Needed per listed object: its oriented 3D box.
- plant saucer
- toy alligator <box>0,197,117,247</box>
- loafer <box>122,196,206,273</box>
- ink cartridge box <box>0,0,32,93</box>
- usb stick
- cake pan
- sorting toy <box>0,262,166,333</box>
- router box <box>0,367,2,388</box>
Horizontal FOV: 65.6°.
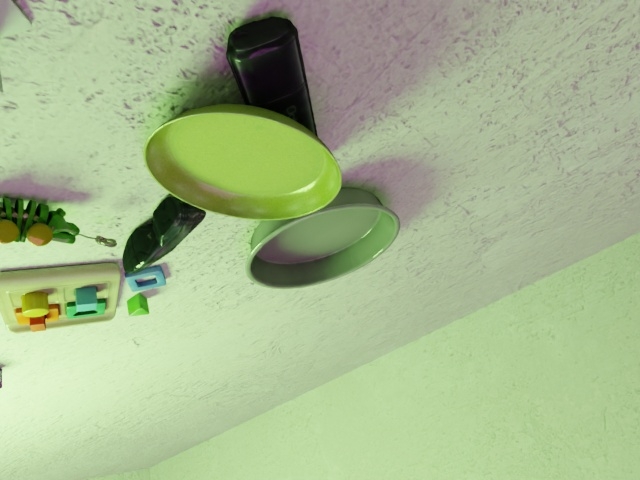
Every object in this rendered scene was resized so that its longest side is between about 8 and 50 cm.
[{"bbox_3d":[-0.092,-0.095,0.617,0.240,0.037,0.241,3,156,1],"label":"plant saucer"},{"bbox_3d":[-0.353,-0.024,0.635,0.189,0.056,0.052,6,104,-41],"label":"toy alligator"},{"bbox_3d":[-0.238,0.000,0.746,0.170,0.062,0.061,-34,155,30],"label":"loafer"},{"bbox_3d":[-0.330,-0.148,0.379,0.180,0.060,0.104,-18,163,-2],"label":"ink cartridge box"},{"bbox_3d":[-0.045,-0.148,0.608,0.077,0.045,0.278,-22,154,-3],"label":"usb stick"},{"bbox_3d":[0.000,0.000,0.911,0.292,0.054,0.293,-16,154,-8],"label":"cake pan"},{"bbox_3d":[-0.437,0.111,0.835,0.347,0.047,0.196,-4,150,-27],"label":"sorting toy"},{"bbox_3d":[-0.750,0.291,0.970,0.178,0.046,0.133,-21,154,4],"label":"router box"}]
